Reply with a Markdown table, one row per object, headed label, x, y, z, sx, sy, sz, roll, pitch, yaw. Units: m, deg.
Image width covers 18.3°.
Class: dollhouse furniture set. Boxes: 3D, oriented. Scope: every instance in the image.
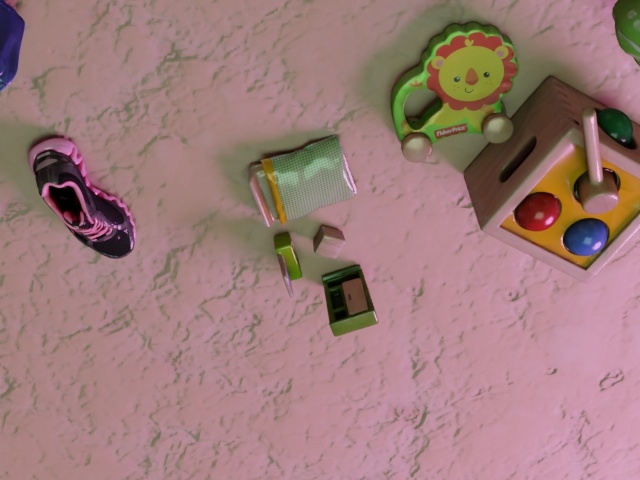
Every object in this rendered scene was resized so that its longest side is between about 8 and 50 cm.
| label | x | y | z | sx | sy | sz | roll | pitch | yaw |
| --- | --- | --- | --- | --- | --- | --- | --- | --- | --- |
| dollhouse furniture set | 0.000 | 0.000 | 1.526 | 0.076 | 0.058 | 0.151 | -17 | 130 | 3 |

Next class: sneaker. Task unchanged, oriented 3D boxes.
| label | x | y | z | sx | sy | sz | roll | pitch | yaw |
| --- | --- | --- | --- | --- | --- | --- | --- | --- | --- |
| sneaker | -0.177 | -0.020 | 1.480 | 0.047 | 0.057 | 0.119 | -30 | 129 | 11 |

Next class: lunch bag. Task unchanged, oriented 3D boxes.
| label | x | y | z | sx | sy | sz | roll | pitch | yaw |
| --- | --- | --- | --- | --- | --- | --- | --- | --- | --- |
| lunch bag | -0.248 | -0.136 | 1.346 | 0.067 | 0.098 | 0.065 | -28 | 126 | 19 |

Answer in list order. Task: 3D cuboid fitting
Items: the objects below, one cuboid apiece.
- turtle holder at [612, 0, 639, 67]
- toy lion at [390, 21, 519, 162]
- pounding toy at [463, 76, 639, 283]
| label | x | y | z | sx | sy | sz | roll | pitch | yaw |
| --- | --- | --- | --- | --- | --- | --- | --- | --- | --- |
| turtle holder | 0.390 | -0.137 | 1.373 | 0.320 | 0.243 | 0.227 | -18 | 149 | -8 |
| toy lion | 0.099 | -0.114 | 1.473 | 0.100 | 0.034 | 0.096 | -14 | 123 | 2 |
| pounding toy | 0.193 | -0.050 | 1.493 | 0.130 | 0.100 | 0.141 | 25 | 120 | -28 |
